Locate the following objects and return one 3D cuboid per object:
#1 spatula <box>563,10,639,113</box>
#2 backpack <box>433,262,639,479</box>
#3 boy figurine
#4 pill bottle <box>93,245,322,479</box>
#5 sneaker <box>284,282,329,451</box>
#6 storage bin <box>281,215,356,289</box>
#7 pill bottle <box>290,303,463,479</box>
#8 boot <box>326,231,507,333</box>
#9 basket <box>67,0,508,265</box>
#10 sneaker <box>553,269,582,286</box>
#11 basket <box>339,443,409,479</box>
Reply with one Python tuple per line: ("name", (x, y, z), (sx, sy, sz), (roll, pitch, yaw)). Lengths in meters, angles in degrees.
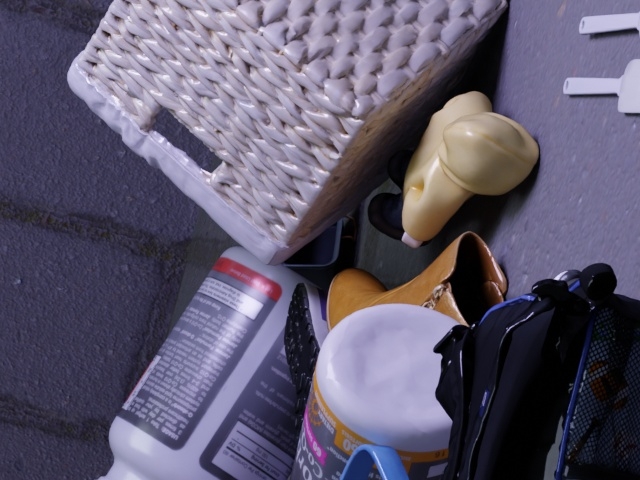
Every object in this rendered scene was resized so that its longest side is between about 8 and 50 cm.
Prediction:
("spatula", (0.271, -0.195, 1.632), (0.242, 0.019, 0.168), (-153, 73, -78))
("backpack", (0.166, 0.174, 1.211), (0.276, 0.213, 0.263), (133, 158, -77))
("boy figurine", (0.137, -0.079, 1.896), (0.177, 0.092, 0.285), (-65, 11, -19))
("pill bottle", (-0.117, 0.207, 2.173), (0.363, 0.210, 0.210), (-57, 10, -9))
("sneaker", (0.040, 0.151, 1.976), (0.283, 0.124, 0.107), (-97, 21, -49))
("storage bin", (0.000, 0.000, 2.434), (0.091, 0.098, 0.135), (74, -161, -56))
("pill bottle", (0.059, 0.202, 1.698), (0.162, 0.162, 0.278), (-88, 7, -46))
("boot", (0.104, 0.066, 1.869), (0.211, 0.104, 0.295), (-61, 27, 31))
("basket", (-0.034, -0.214, 2.026), (0.331, 0.328, 0.266), (-41, -11, -41))
("sneaker", (0.205, 0.078, 1.560), (0.044, 0.040, 0.109), (35, 114, 59))
("basket", (0.048, 0.342, 1.504), (0.289, 0.201, 0.254), (-116, 40, -51))
